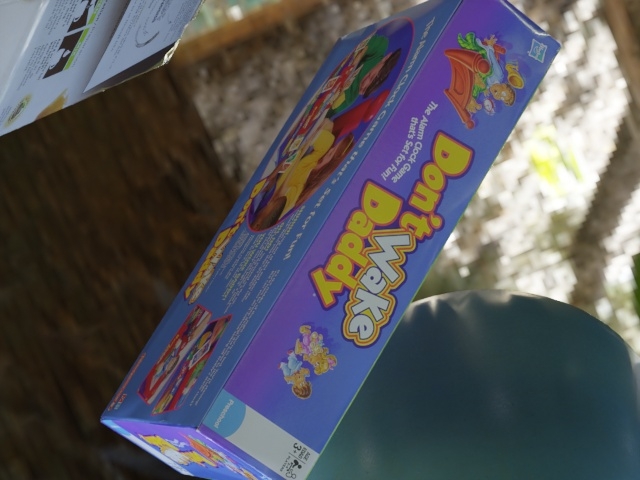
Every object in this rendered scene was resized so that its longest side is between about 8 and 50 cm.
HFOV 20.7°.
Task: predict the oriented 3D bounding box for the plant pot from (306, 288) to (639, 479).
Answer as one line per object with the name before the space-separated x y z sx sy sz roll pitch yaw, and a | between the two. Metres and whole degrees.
plant pot | 0.129 0.219 1.288 0.293 0.293 0.235 -22 -152 10

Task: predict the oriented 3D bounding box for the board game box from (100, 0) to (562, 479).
board game box | 0.000 0.000 1.200 0.347 0.078 0.233 -58 -164 -15

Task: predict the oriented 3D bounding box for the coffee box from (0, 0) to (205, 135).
coffee box | -0.162 -0.147 0.941 0.098 0.141 0.246 -59 171 23
